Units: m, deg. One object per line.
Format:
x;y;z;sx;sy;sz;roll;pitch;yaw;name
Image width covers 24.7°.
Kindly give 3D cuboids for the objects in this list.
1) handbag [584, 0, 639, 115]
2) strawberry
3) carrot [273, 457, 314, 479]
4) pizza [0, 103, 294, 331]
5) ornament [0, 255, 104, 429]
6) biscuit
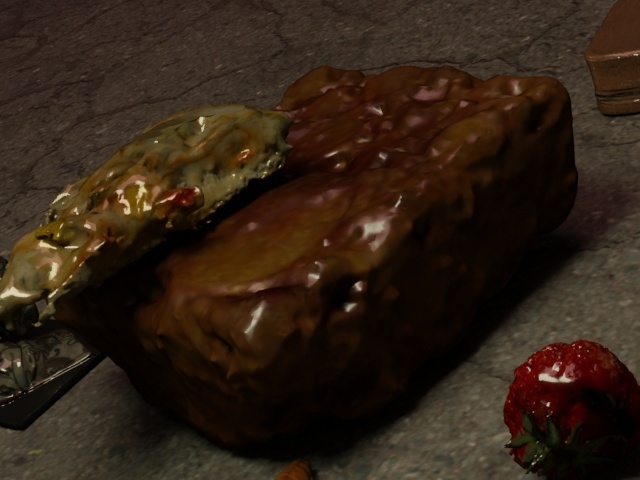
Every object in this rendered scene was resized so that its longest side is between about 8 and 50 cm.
0.362;-0.206;1.495;0.151;0.072;0.193;-6;28;30;handbag
0.172;0.109;0.993;0.106;0.106;0.106;-18;26;9;strawberry
-0.050;0.224;1.001;0.061;0.061;0.256;-6;24;30;carrot
-0.166;-0.025;1.176;0.189;0.071;0.297;5;39;48;pizza
-0.321;0.055;1.374;0.153;0.196;0.166;1;35;41;ornament
0.000;0.000;1.261;0.395;0.166;0.343;-38;32;-28;biscuit
